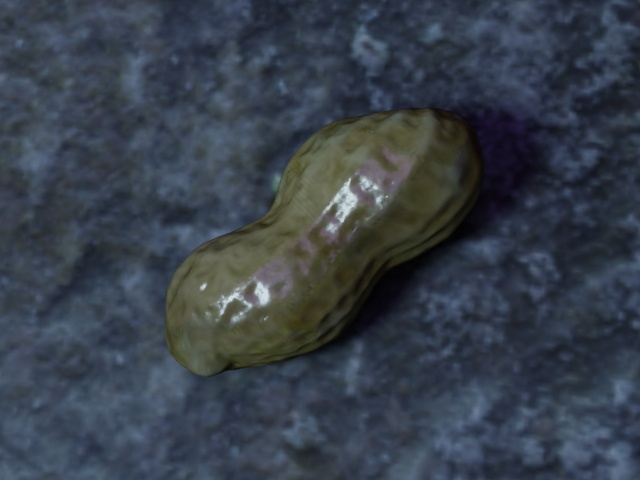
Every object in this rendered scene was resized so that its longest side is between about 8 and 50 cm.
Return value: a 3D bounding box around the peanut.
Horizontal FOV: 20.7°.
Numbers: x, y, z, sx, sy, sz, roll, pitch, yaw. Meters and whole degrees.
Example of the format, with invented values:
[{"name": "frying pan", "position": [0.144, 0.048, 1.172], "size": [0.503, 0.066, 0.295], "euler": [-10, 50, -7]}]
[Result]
[{"name": "peanut", "position": [-0.001, -0.001, 0.897], "size": [0.193, 0.089, 0.089], "euler": [-40, 71, -4]}]
